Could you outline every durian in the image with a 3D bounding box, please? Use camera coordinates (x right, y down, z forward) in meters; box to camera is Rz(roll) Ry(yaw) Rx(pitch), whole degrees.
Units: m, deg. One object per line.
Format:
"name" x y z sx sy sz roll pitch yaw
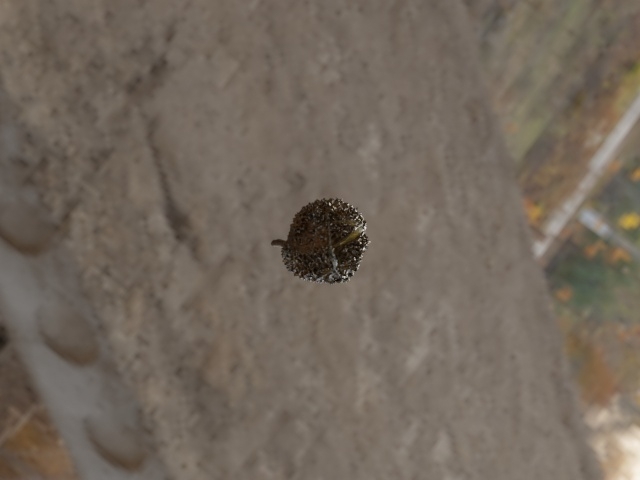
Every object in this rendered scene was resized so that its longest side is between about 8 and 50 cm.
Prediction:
"durian" 0.000 0.000 1.541 0.080 0.091 0.080 4 90 -80
